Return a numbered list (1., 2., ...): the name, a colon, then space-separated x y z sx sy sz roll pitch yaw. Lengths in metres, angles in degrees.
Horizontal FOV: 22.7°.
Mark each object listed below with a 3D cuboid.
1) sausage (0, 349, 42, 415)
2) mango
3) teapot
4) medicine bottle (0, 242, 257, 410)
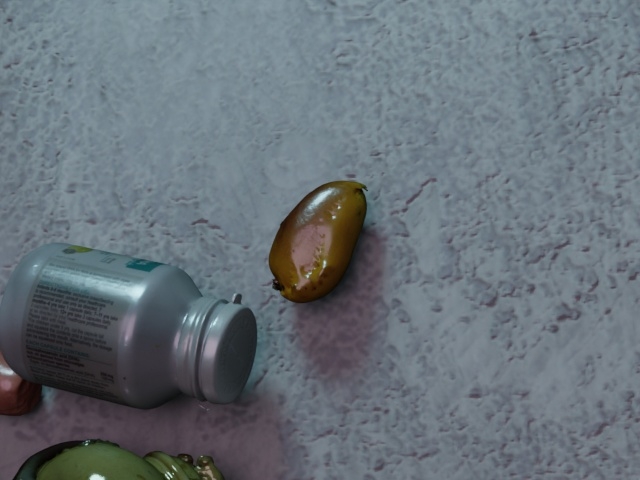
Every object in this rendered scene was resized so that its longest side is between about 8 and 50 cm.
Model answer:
1. sausage: -0.343 0.125 1.549 0.154 0.062 0.062 17 82 22
2. mango: 0.000 0.000 1.468 0.077 0.063 0.127 25 80 27
3. teapot: -0.168 0.248 1.421 0.182 0.173 0.269 -20 33 -28
4. medicine bottle: -0.173 0.083 1.463 0.215 0.135 0.135 11 80 20
